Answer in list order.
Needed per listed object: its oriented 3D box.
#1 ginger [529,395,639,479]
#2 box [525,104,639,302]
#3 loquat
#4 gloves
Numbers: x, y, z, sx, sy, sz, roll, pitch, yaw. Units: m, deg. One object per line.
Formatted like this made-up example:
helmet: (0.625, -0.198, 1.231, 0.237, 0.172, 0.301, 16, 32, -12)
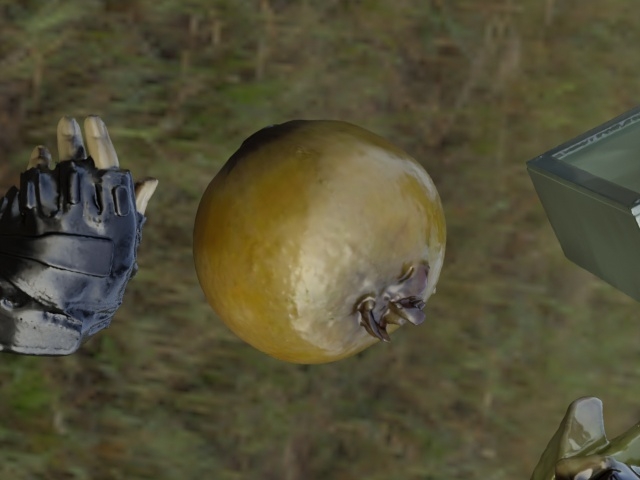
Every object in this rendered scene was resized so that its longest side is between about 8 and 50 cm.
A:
ginger: (0.219, 0.273, 1.784, 0.413, 0.358, 0.211, 50, 14, -55)
box: (0.244, -0.031, 1.278, 0.086, 0.129, 0.225, 65, -6, -14)
loquat: (0.000, 0.000, 1.104, 0.163, 0.163, 0.137, -61, 157, -48)
gloves: (-0.222, -0.010, 1.641, 0.164, 0.124, 0.203, -4, 118, -33)
